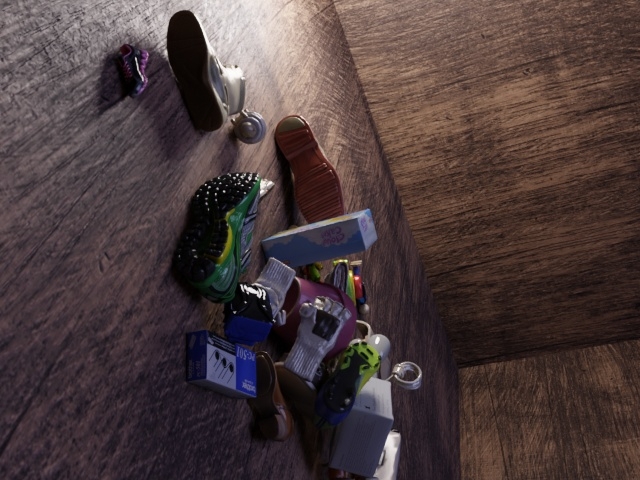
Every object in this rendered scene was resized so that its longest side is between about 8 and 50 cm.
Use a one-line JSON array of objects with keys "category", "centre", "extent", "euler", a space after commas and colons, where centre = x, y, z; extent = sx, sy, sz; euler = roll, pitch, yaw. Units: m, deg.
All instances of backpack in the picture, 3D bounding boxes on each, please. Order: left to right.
[{"category": "backpack", "centre": [-0.158, 0.149, 1.430], "extent": [0.098, 0.101, 0.120], "euler": [20, 33, -23]}]

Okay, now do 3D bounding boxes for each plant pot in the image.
[{"category": "plant pot", "centre": [-0.042, 0.178, 1.684], "extent": [0.180, 0.201, 0.201], "euler": [36, 42, -41]}]

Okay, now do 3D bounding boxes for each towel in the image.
[{"category": "towel", "centre": [0.025, 0.209, 1.863], "extent": [0.187, 0.049, 0.282], "euler": [129, -31, -71]}]

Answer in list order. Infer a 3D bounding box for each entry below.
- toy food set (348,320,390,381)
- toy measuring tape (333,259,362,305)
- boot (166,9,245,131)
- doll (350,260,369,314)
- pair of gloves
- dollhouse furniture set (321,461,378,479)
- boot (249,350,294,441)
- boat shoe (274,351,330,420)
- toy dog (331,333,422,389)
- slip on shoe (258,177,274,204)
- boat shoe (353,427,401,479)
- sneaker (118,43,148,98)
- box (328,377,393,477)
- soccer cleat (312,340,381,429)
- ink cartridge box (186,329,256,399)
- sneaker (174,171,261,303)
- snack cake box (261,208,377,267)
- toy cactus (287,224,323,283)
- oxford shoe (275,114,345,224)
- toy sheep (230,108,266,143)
[{"category": "toy food set", "centre": [0.139, 0.440, 2.218], "extent": [0.219, 0.093, 0.306], "euler": [61, 31, -43]}, {"category": "toy measuring tape", "centre": [0.073, 0.190, 2.083], "extent": [0.121, 0.122, 0.330], "euler": [-84, 171, -46]}, {"category": "boot", "centre": [-0.251, -0.396, 1.579], "extent": [0.203, 0.095, 0.261], "euler": [-60, 136, -65]}, {"category": "doll", "centre": [0.138, 0.171, 2.444], "extent": [0.129, 0.046, 0.188], "euler": [-56, 137, -79]}, {"category": "pair of gloves", "centre": [-0.067, 0.170, 1.535], "extent": [0.240, 0.042, 0.204], "euler": [38, 58, -3]}, {"category": "dollhouse furniture set", "centre": [0.121, 0.701, 1.789], "extent": [0.259, 0.135, 0.261], "euler": [5, 65, -27]}, {"category": "boot", "centre": [-0.108, 0.351, 1.546], "extent": [0.152, 0.073, 0.197], "euler": [47, 32, -71]}, {"category": "boat shoe", "centre": [-0.027, 0.341, 1.665], "extent": [0.096, 0.117, 0.324], "euler": [-63, 148, -27]}, {"category": "toy dog", "centre": [0.117, 0.433, 1.990], "extent": [0.220, 0.161, 0.334], "euler": [43, 45, 17]}, {"category": "slip on shoe", "centre": [-0.159, -0.124, 1.763], "extent": [0.041, 0.051, 0.135], "euler": [35, 34, 0]}, {"category": "boat shoe", "centre": [0.171, 0.723, 2.040], "extent": [0.340, 0.127, 0.158], "euler": [-55, 147, -53]}, {"category": "sneaker", "centre": [-0.358, -0.321, 1.299], "extent": [0.057, 0.047, 0.119], "euler": [30, 44, -47]}, {"category": "box", "centre": [0.100, 0.460, 1.742], "extent": [0.181, 0.119, 0.181], "euler": [-81, -173, -71]}, {"category": "soccer cleat", "centre": [0.058, 0.339, 1.642], "extent": [0.093, 0.121, 0.289], "euler": [36, 31, 7]}, {"category": "ink cartridge box", "centre": [-0.193, 0.250, 1.374], "extent": [0.207, 0.046, 0.097], "euler": [45, 37, -59]}, {"category": "sneaker", "centre": [-0.202, -0.017, 1.449], "extent": [0.146, 0.134, 0.343], "euler": [70, 27, -42]}, {"category": "snack cake box", "centre": [0.000, 0.000, 1.784], "extent": [0.152, 0.265, 0.089], "euler": [-31, 106, -72]}, {"category": "toy cactus", "centre": [-0.025, 0.015, 1.997], "extent": [0.180, 0.112, 0.218], "euler": [41, 48, -45]}, {"category": "oxford shoe", "centre": [-0.009, -0.179, 2.034], "extent": [0.146, 0.141, 0.396], "euler": [42, 29, -70]}, {"category": "toy sheep", "centre": [-0.178, -0.286, 1.749], "extent": [0.132, 0.091, 0.091], "euler": [-63, 137, -72]}]
